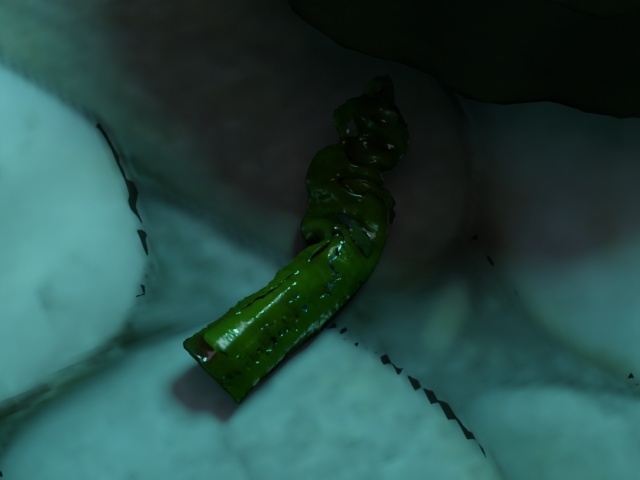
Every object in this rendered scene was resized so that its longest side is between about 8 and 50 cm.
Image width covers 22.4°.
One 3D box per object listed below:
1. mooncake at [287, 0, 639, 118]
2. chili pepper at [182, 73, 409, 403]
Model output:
[{"bbox_3d":[0.070,-0.133,0.374,0.228,0.124,0.228,0,70,1],"label":"mooncake"},{"bbox_3d":[0.000,0.000,0.361,0.027,0.022,0.083,28,71,9],"label":"chili pepper"}]
